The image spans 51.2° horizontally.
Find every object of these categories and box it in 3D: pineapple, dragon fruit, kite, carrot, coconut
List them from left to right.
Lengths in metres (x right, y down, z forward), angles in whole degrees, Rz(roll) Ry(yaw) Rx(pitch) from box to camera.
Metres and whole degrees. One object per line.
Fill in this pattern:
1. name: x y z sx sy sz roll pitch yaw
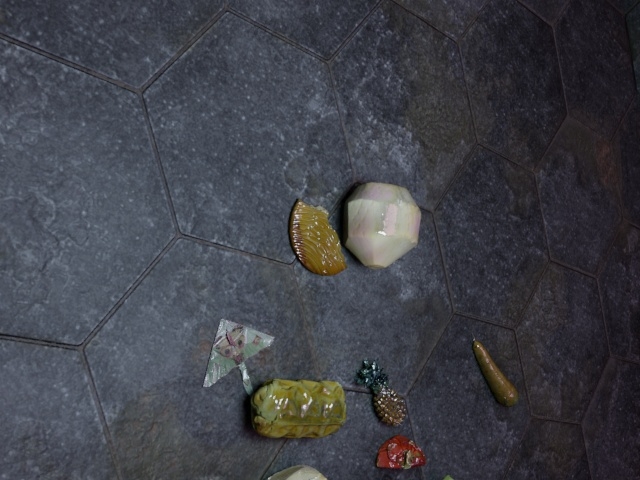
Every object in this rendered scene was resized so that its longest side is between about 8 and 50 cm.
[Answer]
1. kite: -0.194 0.302 1.642 0.229 0.012 0.250 -28 107 -34
2. coconut: -0.046 0.650 1.645 0.194 0.194 0.194 1 88 -38
3. coconut: 0.169 -0.036 1.822 0.237 0.197 0.236 5 82 -43
4. pineapple: 0.175 0.441 1.883 0.103 0.083 0.221 -40 110 -33
5. dragon fruit: 0.246 0.608 1.922 0.162 0.106 0.083 6 84 -35
6. carrot: 0.565 0.429 2.210 0.078 0.078 0.298 -43 108 -31

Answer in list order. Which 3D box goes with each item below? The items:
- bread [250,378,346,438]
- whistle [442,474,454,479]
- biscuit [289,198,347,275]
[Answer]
1. bread: -0.058 0.421 1.672 0.268 0.130 0.152 13 90 -38
2. whistle: 0.320 0.830 1.972 0.131 0.106 0.288 45 64 -26
3. biscuit: 0.001 0.000 1.791 0.229 0.031 0.176 32 71 -33
